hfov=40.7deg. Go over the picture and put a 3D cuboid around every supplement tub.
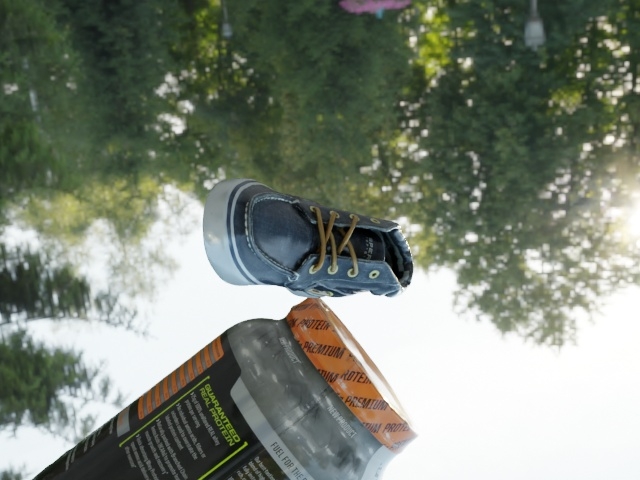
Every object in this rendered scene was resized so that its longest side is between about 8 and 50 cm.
[{"bbox_3d":[-0.084,0.199,0.739,0.316,0.193,0.193,-37,-162,3],"label":"supplement tub"}]

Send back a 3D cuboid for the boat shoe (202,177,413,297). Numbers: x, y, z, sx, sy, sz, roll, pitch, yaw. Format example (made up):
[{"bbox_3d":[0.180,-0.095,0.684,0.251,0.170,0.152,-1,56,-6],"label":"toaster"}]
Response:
[{"bbox_3d":[0.000,0.000,0.539,0.083,0.065,0.183,-2,170,21],"label":"boat shoe"}]
